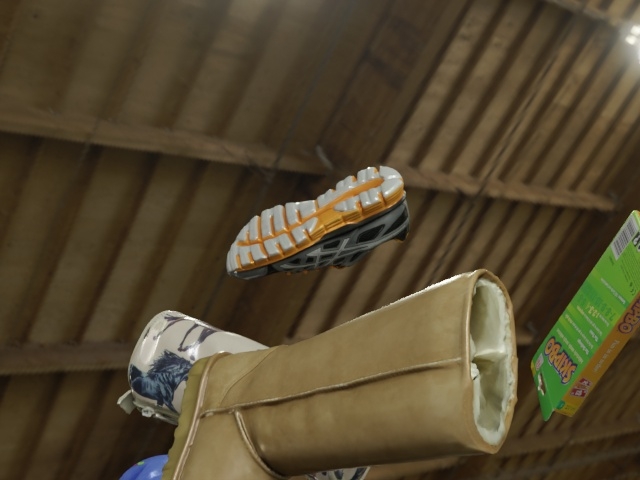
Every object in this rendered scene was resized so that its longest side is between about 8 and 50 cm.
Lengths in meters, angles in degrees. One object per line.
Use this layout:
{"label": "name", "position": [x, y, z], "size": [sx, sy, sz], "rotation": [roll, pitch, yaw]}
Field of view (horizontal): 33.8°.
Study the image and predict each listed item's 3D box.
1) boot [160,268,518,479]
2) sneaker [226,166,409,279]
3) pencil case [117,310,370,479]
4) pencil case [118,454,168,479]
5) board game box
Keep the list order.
{"label": "boot", "position": [0.006, 0.155, 0.752], "size": [0.269, 0.236, 0.089], "rotation": [-18, -33, 34]}
{"label": "sneaker", "position": [0.000, 0.000, 1.139], "size": [0.214, 0.084, 0.083], "rotation": [-21, -52, 10]}
{"label": "pencil case", "position": [-0.104, 0.254, 1.631], "size": [0.184, 0.410, 0.160], "rotation": [-64, -25, -16]}
{"label": "pencil case", "position": [-0.188, 0.384, 1.202], "size": [0.133, 0.306, 0.119], "rotation": [-21, -58, 6]}
{"label": "board game box", "position": [0.339, 0.099, 1.292], "size": [0.039, 0.124, 0.259], "rotation": [23, -61, -12]}
